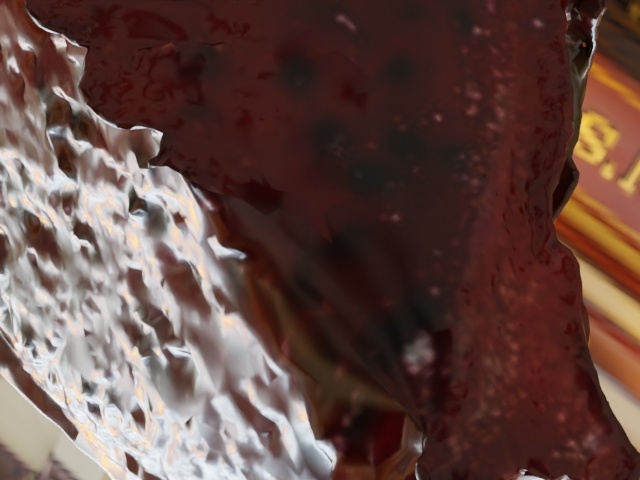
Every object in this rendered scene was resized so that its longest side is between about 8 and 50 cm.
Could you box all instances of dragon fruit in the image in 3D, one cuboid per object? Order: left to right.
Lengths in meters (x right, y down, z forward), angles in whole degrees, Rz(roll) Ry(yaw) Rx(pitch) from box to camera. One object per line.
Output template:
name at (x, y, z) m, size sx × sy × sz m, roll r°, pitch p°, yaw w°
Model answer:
dragon fruit at (0.008, -0.004, 0.659) m, size 0.228 × 0.286 × 0.329 m, roll -25°, pitch -119°, yaw -29°
